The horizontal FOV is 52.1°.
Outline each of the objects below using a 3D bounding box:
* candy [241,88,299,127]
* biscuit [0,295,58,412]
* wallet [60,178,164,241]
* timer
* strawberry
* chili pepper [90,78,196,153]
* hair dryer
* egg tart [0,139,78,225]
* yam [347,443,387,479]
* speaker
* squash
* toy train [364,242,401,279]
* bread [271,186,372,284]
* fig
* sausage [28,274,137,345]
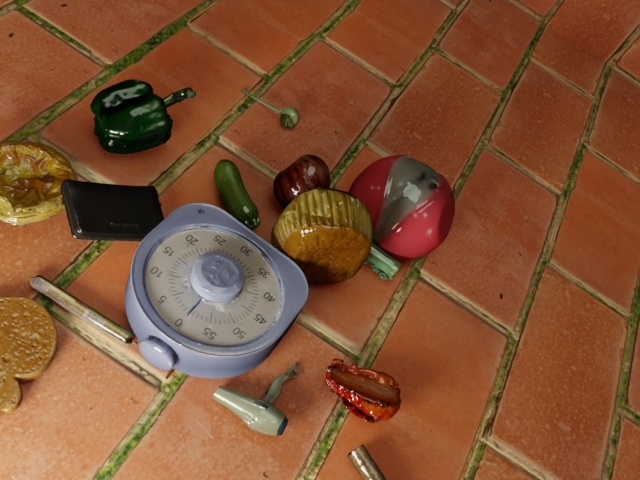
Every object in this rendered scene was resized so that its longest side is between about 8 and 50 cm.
[{"bbox_3d":[-0.151,-0.396,1.927,0.202,0.061,0.061,30,49,9],"label":"candy"},{"bbox_3d":[-0.627,0.232,1.250,0.202,0.044,0.289,19,52,-10],"label":"biscuit"},{"bbox_3d":[-0.459,-0.066,1.488,0.250,0.044,0.149,3,62,-49],"label":"wallet"},{"bbox_3d":[-0.243,0.121,1.422,0.395,0.173,0.395,13,52,-17],"label":"timer"},{"bbox_3d":[0.092,0.341,1.482,0.188,0.082,0.121,23,29,5],"label":"strawberry"},{"bbox_3d":[-0.442,-0.318,1.658,0.261,0.165,0.174,-24,51,-32],"label":"chili pepper"},{"bbox_3d":[-0.137,0.316,1.412,0.167,0.067,0.199,18,40,-4],"label":"hair dryer"},{"bbox_3d":[-0.664,-0.119,1.450,0.241,0.106,0.241,13,49,-15],"label":"egg tart"},{"bbox_3d":[0.160,0.577,1.355,0.327,0.045,0.045,56,22,18],"label":"yam"},{"bbox_3d":[0.212,-0.095,1.782,0.294,0.294,0.294,12,52,-16],"label":"speaker"},{"bbox_3d":[-0.217,-0.116,1.671,0.077,0.068,0.219,-12,63,-36],"label":"squash"},{"bbox_3d":[0.140,0.045,1.714,0.148,0.071,0.038,37,50,4],"label":"toy train"},{"bbox_3d":[0.000,0.000,1.567,0.227,0.253,0.142,10,50,-22],"label":"bread"},{"bbox_3d":[-0.049,-0.123,1.713,0.149,0.148,0.202,4,84,19],"label":"fig"},{"bbox_3d":[-0.500,0.148,1.375,0.269,0.033,0.033,32,49,0],"label":"sausage"}]
